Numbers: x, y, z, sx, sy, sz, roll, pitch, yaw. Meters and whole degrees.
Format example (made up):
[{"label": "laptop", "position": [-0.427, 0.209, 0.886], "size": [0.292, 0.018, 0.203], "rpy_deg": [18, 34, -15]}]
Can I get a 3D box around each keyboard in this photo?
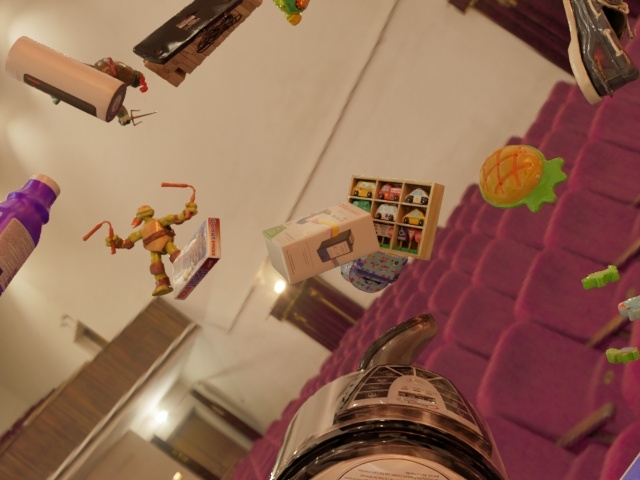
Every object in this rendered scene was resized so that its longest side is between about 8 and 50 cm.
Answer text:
[{"label": "keyboard", "position": [-0.200, -0.331, 1.194], "size": [0.192, 0.100, 0.038], "rpy_deg": [-47, -33, -24]}]

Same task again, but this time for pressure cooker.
[{"label": "pressure cooker", "position": [0.101, 0.396, 1.036], "size": [0.370, 0.375, 0.420], "rpy_deg": [-37, 2, 9]}]

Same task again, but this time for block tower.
[{"label": "block tower", "position": [-0.250, -0.462, 1.599], "size": [0.335, 0.097, 0.091], "rpy_deg": [-35, 37, 37]}]

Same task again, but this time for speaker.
[{"label": "speaker", "position": [-0.312, -0.198, 0.918], "size": [0.055, 0.136, 0.055], "rpy_deg": [-154, 90, -86]}]

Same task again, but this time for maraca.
[{"label": "maraca", "position": [0.362, -0.112, 1.355], "size": [0.186, 0.099, 0.127], "rpy_deg": [26, 91, 54]}]

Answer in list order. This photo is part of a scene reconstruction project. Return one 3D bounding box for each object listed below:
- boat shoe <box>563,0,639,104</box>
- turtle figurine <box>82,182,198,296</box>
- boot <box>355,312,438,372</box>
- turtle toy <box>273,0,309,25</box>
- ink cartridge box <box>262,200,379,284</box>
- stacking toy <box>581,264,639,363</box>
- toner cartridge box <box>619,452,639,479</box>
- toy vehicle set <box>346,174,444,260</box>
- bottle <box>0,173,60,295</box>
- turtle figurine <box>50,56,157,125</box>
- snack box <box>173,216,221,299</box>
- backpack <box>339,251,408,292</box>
[{"label": "boat shoe", "position": [0.378, -0.290, 1.013], "size": [0.079, 0.095, 0.254], "rpy_deg": [-22, 37, 32]}, {"label": "turtle figurine", "position": [-0.368, 0.010, 1.642], "size": [0.269, 0.217, 0.087], "rpy_deg": [-24, -13, -2]}, {"label": "boot", "position": [0.148, 0.315, 1.394], "size": [0.118, 0.222, 0.338], "rpy_deg": [9, -54, -51]}, {"label": "turtle toy", "position": [-0.048, -0.453, 1.335], "size": [0.066, 0.095, 0.130], "rpy_deg": [-29, 31, 40]}, {"label": "ink cartridge box", "position": [0.000, 0.000, 1.622], "size": [0.212, 0.093, 0.154], "rpy_deg": [-19, 19, -14]}, {"label": "stacking toy", "position": [0.548, 0.093, 1.213], "size": [0.221, 0.167, 0.052], "rpy_deg": [-21, 18, 5]}, {"label": "toner cartridge box", "position": [0.249, 0.305, 0.557], "size": [0.348, 0.165, 0.075], "rpy_deg": [-57, 7, 9]}, {"label": "toy vehicle set", "position": [0.154, -0.056, 1.688], "size": [0.035, 0.267, 0.166], "rpy_deg": [10, -89, -40]}, {"label": "bottle", "position": [-0.612, -0.013, 1.470], "size": [0.118, 0.092, 0.283], "rpy_deg": [81, -156, -49]}, {"label": "turtle figurine", "position": [-0.477, -0.350, 1.654], "size": [0.234, 0.175, 0.118], "rpy_deg": [-1, -41, -37]}, {"label": "snack box", "position": [-0.188, 0.030, 1.123], "size": [0.178, 0.022, 0.064], "rpy_deg": [-42, 47, 54]}, {"label": "backpack", "position": [0.142, 0.072, 2.083], "size": [0.173, 0.158, 0.117], "rpy_deg": [-58, 22, 22]}]
